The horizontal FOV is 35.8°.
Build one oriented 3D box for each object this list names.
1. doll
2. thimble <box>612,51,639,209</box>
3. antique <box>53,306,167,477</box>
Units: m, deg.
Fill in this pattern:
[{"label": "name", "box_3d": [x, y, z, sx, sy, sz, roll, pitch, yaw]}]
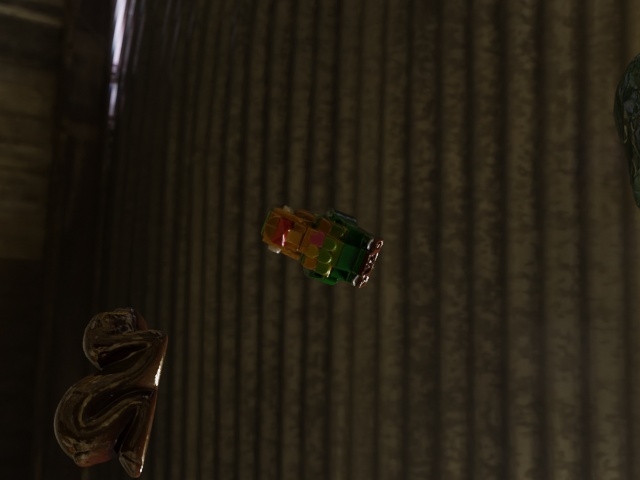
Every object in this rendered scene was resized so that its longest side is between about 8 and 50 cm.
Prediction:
[{"label": "doll", "box_3d": [0.002, 0.002, 1.464, 0.134, 0.186, 0.106, -127, -122, -72]}, {"label": "thimble", "box_3d": [0.406, -0.104, 0.997, 0.198, 0.235, 0.143, -17, -122, 24]}, {"label": "antique", "box_3d": [-0.320, 0.222, 1.522, 0.121, 0.143, 0.257, 131, -29, -68]}]
